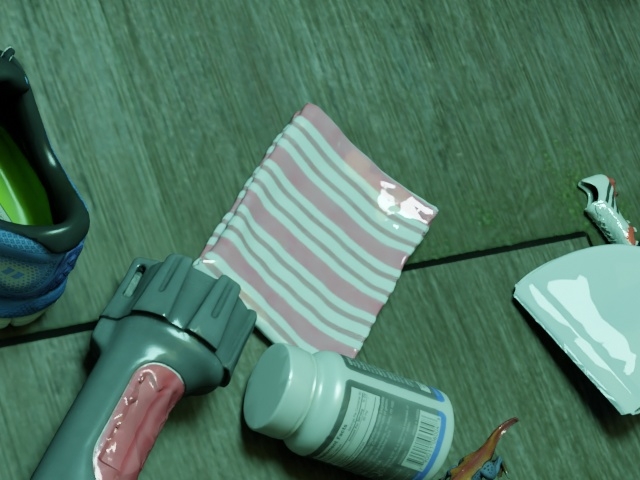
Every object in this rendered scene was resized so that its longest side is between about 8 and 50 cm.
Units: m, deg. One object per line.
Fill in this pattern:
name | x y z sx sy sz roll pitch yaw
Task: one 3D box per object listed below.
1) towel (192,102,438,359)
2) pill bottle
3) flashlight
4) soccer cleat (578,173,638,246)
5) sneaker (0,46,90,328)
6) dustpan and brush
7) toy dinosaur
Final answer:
towel | 0.000 0.000 1.256 0.144 0.029 0.197 40 51 -10
pill bottle | 0.020 0.124 1.175 0.137 0.078 0.078 22 57 -24
flashlight | -0.127 0.147 1.052 0.103 0.103 0.304 57 43 -32
soccer cleat | 0.250 -0.020 1.439 0.036 0.029 0.083 -4 66 -26
sneaker | -0.255 -0.105 1.059 0.330 0.147 0.130 51 50 -2
dustpan and brush | 0.279 0.041 1.389 0.211 0.060 0.147 -37 75 -16
toy dinosaur | 0.103 0.170 1.219 0.082 0.047 0.090 12 89 -59
